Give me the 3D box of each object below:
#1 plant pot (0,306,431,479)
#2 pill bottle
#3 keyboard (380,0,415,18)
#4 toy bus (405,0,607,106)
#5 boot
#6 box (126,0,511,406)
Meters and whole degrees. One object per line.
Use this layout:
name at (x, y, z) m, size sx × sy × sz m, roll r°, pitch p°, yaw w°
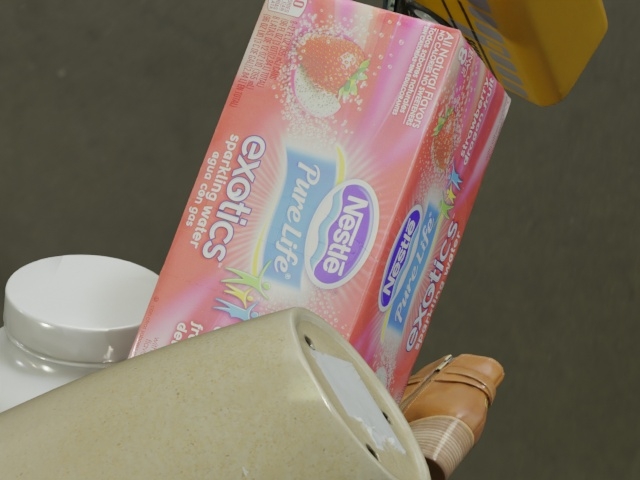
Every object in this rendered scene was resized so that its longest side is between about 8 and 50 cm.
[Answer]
plant pot at (-0.084, 0.165, 1.091) m, size 0.274 × 0.256 × 0.256 m, roll -38°, pitch 100°, yaw 12°
pill bottle at (-0.188, 0.182, 1.507) m, size 0.181 × 0.181 × 0.323 m, roll 11°, pitch 115°, yaw 8°
keyboard at (0.062, -0.158, 1.720) m, size 0.038 × 0.192 × 0.100 m, roll 8°, pitch 69°, yaw 13°
toy bus at (0.133, -0.220, 1.533) m, size 0.130 × 0.332 × 0.108 m, roll 32°, pitch 85°, yaw 20°
boot at (0.063, 0.161, 1.779) m, size 0.197 × 0.152 × 0.073 m, roll 3°, pitch 126°, yaw 29°
box at (0.000, 0.000, 1.303) m, size 0.142 × 0.154 × 0.300 m, roll 18°, pitch 82°, yaw 22°
